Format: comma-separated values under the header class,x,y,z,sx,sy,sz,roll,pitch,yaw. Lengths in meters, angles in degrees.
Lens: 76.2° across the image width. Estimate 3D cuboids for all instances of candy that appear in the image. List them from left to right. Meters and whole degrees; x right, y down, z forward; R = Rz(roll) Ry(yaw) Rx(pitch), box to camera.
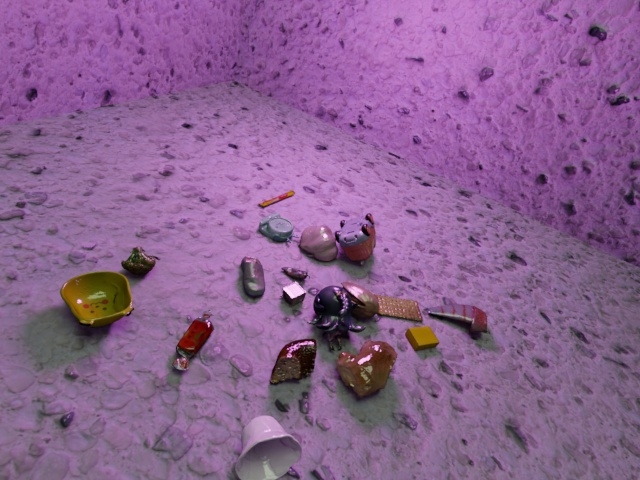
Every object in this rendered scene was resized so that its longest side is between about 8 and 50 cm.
class,x,y,z,sx,sy,sz,roll,pitch,yaw
candy,-0.467,0.364,1.522,0.086,0.059,0.292,17,35,4

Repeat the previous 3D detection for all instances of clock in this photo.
class,x,y,z,sx,sy,sz,roll,pitch,yaw
clock,-0.213,-0.061,2.196,0.211,0.066,0.159,33,39,18

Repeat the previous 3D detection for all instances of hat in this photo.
class,x,y,z,sx,sy,sz,roll,pitch,yaw
hat,-0.170,0.618,1.239,0.203,0.203,0.126,-2,25,-26

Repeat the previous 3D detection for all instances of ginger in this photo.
class,x,y,z,sx,sy,sz,roll,pitch,yaw
ginger,0.178,0.483,1.592,0.222,0.130,0.275,14,30,9

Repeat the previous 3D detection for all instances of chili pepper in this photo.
class,x,y,z,sx,sy,sz,roll,pitch,yaw
chili pepper,-0.117,0.158,1.966,0.153,0.041,0.050,10,13,16

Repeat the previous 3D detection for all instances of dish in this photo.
class,x,y,z,sx,sy,sz,roll,pitch,yaw
dish,-0.811,0.234,1.502,0.221,0.108,0.262,-15,45,-38

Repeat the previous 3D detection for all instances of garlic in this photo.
class,x,y,z,sx,sy,sz,roll,pitch,yaw
garlic,0.000,0.000,2.147,0.229,0.142,0.178,46,41,20

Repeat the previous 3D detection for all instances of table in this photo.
class,x,y,z,sx,sy,sz,roll,pitch,yaw
table,-0.124,0.243,1.829,0.083,0.062,0.079,-20,51,-41

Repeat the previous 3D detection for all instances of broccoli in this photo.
class,x,y,z,sx,sy,sz,roll,pitch,yaw
broccoli,-0.758,0.087,1.713,0.132,0.120,0.130,-7,7,20

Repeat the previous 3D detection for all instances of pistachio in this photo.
class,x,y,z,sx,sy,sz,roll,pitch,yaw
pistachio,0.170,0.272,1.874,0.223,0.126,0.152,31,3,25

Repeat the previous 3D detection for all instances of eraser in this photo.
class,x,y,z,sx,sy,sz,roll,pitch,yaw
eraser,0.458,0.439,1.840,0.123,0.045,0.097,-1,40,-27

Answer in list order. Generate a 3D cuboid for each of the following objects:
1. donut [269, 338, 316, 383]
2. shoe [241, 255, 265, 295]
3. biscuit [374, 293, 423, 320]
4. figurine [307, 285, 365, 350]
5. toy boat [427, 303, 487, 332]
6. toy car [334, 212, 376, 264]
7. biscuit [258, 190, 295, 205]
class,x,y,z,sx,sy,sz,roll,pitch,yaw
donut,-0.100,0.442,1.533,0.187,0.126,0.144,4,31,-20
shoe,-0.305,0.140,1.857,0.103,0.100,0.251,2,36,-23
biscuit,0.374,0.326,1.977,0.232,0.016,0.139,11,36,-10
figurine,0.066,0.315,1.741,0.175,0.197,0.265,36,13,-46
toy boat,0.671,0.365,2.020,0.283,0.096,0.206,10,28,9
toy car,0.209,-0.007,2.195,0.181,0.212,0.270,-14,25,23
biscuit,-0.259,-0.251,2.463,0.048,0.026,0.292,17,30,32
